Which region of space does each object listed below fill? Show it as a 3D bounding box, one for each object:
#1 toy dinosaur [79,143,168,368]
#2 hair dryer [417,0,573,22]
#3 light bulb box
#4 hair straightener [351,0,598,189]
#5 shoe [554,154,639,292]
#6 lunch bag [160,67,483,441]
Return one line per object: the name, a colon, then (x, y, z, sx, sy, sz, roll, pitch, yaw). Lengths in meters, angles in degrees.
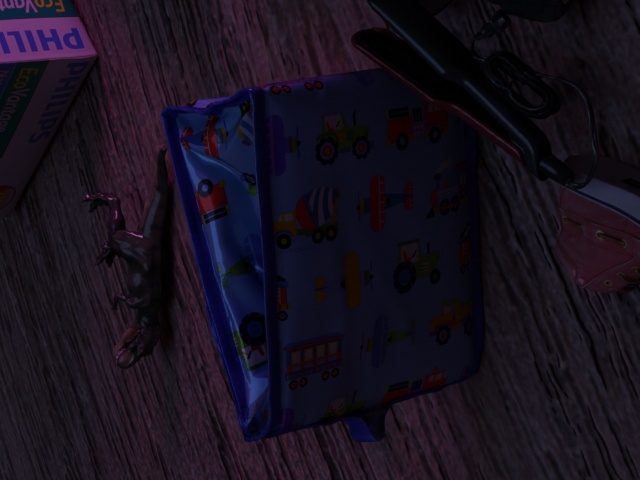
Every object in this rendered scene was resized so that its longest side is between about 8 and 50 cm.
toy dinosaur: (-0.210, 0.004, 1.566, 0.118, 0.064, 0.268, 26, 119, 39)
hair dryer: (0.080, -0.281, 1.079, 0.293, 0.080, 0.223, 10, 111, 42)
light bulb box: (-0.488, -0.251, 1.712, 0.358, 0.225, 0.361, -49, 61, 46)
hair straightener: (0.115, -0.119, 1.016, 0.230, 0.047, 0.089, 46, 137, 29)
shoe: (0.231, 0.005, 0.984, 0.178, 0.063, 0.081, 33, 127, 50)
lunch bag: (0.023, 0.017, 1.124, 0.138, 0.221, 0.293, -5, 96, 54)
